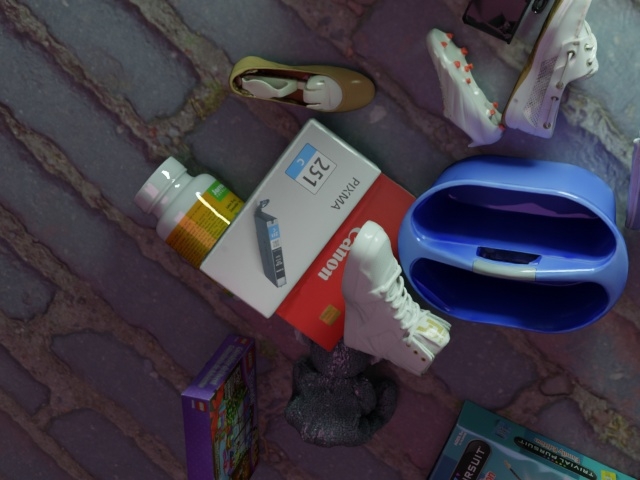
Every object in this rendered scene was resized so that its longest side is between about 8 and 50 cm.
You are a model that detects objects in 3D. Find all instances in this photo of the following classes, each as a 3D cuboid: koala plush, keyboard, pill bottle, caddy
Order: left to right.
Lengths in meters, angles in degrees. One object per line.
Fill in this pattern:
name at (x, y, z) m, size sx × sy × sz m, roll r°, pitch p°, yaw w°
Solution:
pill bottle at (-0.186, -0.024, 1.896) m, size 0.246 × 0.136 × 0.136 m, roll 40°, pitch 123°, yaw -3°
koala plush at (0.034, 0.218, 1.928) m, size 0.196 × 0.203 × 0.221 m, roll 15°, pitch 109°, yaw 13°
caddy at (0.291, 0.011, 1.710) m, size 0.341 × 0.179 × 0.241 m, roll 8°, pitch 118°, yaw 17°
keyboard at (0.283, -0.365, 1.601) m, size 0.108 × 0.023 × 0.180 m, roll 25°, pitch 124°, yaw 2°

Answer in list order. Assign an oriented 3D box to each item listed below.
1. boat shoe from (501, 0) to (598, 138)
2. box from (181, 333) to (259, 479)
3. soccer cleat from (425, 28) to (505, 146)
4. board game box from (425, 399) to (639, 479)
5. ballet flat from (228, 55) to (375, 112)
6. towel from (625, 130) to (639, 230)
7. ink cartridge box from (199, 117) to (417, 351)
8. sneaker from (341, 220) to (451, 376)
boat shoe at (0.347, -0.263, 1.594) m, size 0.096 × 0.098 × 0.277 m, roll 25°, pitch 132°, yaw 6°
box at (-0.176, 0.345, 2.054) m, size 0.057 × 0.201 × 0.293 m, roll 9°, pitch 120°, yaw 17°
soccer cleat at (0.202, -0.221, 1.687) m, size 0.076 × 0.068 × 0.196 m, roll -25°, pitch 109°, yaw 33°
board game box at (0.354, 0.460, 1.989) m, size 0.336 × 0.079 × 0.253 m, roll 24°, pitch 123°, yaw 7°
ballet flat at (-0.034, -0.232, 1.764) m, size 0.232 × 0.073 × 0.080 m, roll 9°, pitch 120°, yaw 16°
towel at (0.577, -0.063, 1.605) m, size 0.285 × 0.034 × 0.209 m, roll 9°, pitch 143°, yaw 15°
ink cartridge box at (0.000, 0.000, 1.796) m, size 0.261 × 0.066 × 0.296 m, roll 36°, pitch 97°, yaw -8°
sneaker at (0.124, 0.095, 1.715) m, size 0.169 × 0.108 × 0.292 m, roll 24°, pitch 149°, yaw 20°
